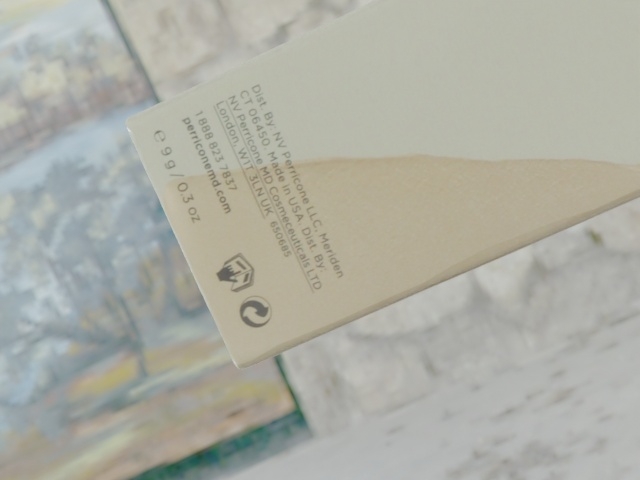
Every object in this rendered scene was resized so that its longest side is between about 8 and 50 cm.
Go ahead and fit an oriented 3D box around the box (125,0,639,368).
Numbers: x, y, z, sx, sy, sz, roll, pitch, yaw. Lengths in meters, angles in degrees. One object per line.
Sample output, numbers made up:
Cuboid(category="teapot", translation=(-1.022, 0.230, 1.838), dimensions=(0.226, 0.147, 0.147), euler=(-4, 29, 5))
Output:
Cuboid(category="box", translation=(0.089, -0.066, 0.692), dimensions=(0.311, 0.121, 0.148), euler=(-24, 2, 12))
